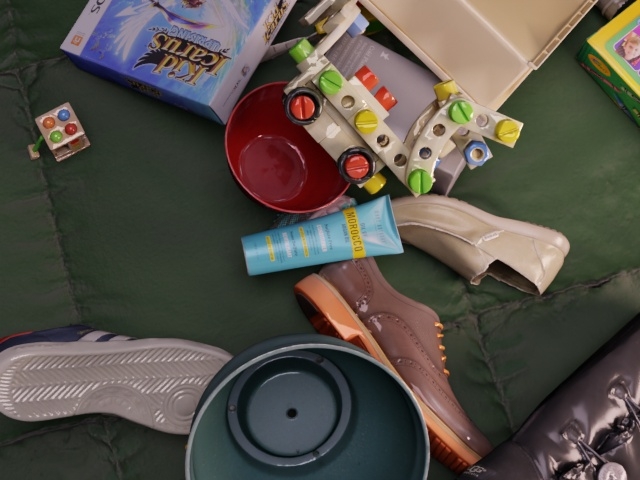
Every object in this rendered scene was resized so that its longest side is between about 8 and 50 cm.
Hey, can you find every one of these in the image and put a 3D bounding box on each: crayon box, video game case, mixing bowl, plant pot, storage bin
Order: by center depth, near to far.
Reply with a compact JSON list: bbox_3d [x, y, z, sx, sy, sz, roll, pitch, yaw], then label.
[{"bbox_3d":[-0.028,0.241,1.727,0.293,0.196,0.293,-2,103,-8],"label":"plant pot"},{"bbox_3d":[-0.051,-0.109,1.839,0.181,0.098,0.181,6,72,-17],"label":"mixing bowl"},{"bbox_3d":[0.218,-0.347,1.872,0.262,0.123,0.260,43,50,0],"label":"storage bin"},{"bbox_3d":[-0.189,-0.313,1.905,0.269,0.061,0.244,23,77,27],"label":"video game case"},{"bbox_3d":[0.514,-0.216,1.929,0.165,0.081,0.278,-38,80,-9],"label":"crayon box"}]

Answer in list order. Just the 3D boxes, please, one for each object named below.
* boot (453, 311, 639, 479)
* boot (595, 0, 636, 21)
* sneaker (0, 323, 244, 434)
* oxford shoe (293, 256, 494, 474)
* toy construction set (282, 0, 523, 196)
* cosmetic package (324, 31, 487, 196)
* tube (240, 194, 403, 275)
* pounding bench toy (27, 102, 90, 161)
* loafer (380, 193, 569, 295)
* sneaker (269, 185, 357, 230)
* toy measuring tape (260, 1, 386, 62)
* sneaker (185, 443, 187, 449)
[{"bbox_3d":[0.390,0.334,1.770,0.445,0.146,0.367,-37,108,-25],"label":"boot"},{"bbox_3d":[0.404,-0.438,1.993,0.189,0.076,0.208,-39,73,-11],"label":"boot"},{"bbox_3d":[-0.263,0.168,1.813,0.350,0.148,0.131,9,101,-22],"label":"sneaker"},{"bbox_3d":[0.127,0.159,1.813,0.132,0.130,0.364,-38,80,-16],"label":"oxford shoe"},{"bbox_3d":[0.077,-0.188,1.760,0.215,0.151,0.328,-42,88,6],"label":"toy construction set"},{"bbox_3d":[0.105,-0.175,1.903,0.238,0.107,0.127,26,74,8],"label":"cosmetic package"},{"bbox_3d":[0.000,0.000,1.826,0.207,0.052,0.080,-13,85,-4],"label":"tube"},{"bbox_3d":[-0.369,-0.143,1.905,0.083,0.065,0.052,-28,79,-7],"label":"pounding bench toy"},{"bbox_3d":[0.200,0.008,1.860,0.268,0.102,0.092,12,71,1],"label":"loafer"},{"bbox_3d":[-0.034,-0.027,1.894,0.166,0.065,0.076,-30,60,-8],"label":"sneaker"},{"bbox_3d":[-0.003,-0.332,1.935,0.330,0.121,0.121,-16,77,-3],"label":"toy measuring tape"},{"bbox_3d":[-0.133,0.341,1.806,0.067,0.064,0.175,-19,72,15],"label":"sneaker"}]
